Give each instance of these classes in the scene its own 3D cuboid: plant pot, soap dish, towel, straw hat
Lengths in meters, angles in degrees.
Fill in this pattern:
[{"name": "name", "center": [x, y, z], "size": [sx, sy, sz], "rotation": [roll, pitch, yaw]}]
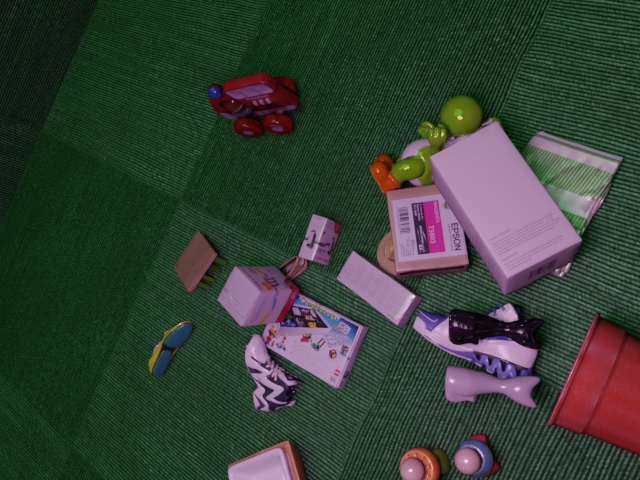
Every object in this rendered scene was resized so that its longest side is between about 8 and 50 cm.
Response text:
[{"name": "plant pot", "center": [0.657, 0.326, 1.250], "size": [0.265, 0.272, 0.272], "rotation": [23, 91, 25]}, {"name": "soap dish", "center": [-0.125, 0.740, 1.688], "size": [0.229, 0.118, 0.290], "rotation": [-29, 65, 22]}, {"name": "towel", "center": [0.577, -0.100, 1.521], "size": [0.248, 0.038, 0.324], "rotation": [29, 95, 33]}, {"name": "straw hat", "center": [0.210, 0.023, 1.693], "size": [0.144, 0.061, 0.144], "rotation": [-7, 75, 29]}]

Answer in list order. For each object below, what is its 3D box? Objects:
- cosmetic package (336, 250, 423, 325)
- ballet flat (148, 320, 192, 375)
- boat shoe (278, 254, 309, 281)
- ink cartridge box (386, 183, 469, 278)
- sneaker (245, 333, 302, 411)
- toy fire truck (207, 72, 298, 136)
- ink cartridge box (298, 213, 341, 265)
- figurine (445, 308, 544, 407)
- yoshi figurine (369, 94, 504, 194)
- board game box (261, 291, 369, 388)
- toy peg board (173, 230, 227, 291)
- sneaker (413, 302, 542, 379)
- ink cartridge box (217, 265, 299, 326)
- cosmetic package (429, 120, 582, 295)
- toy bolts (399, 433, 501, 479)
[{"name": "cosmetic package", "center": [0.165, 0.134, 1.693], "size": [0.239, 0.060, 0.099], "rotation": [37, 100, 32]}, {"name": "ballet flat", "center": [-0.522, 0.354, 2.049], "size": [0.231, 0.077, 0.077], "rotation": [-57, 41, 10]}, {"name": "boat shoe", "center": [-0.124, 0.110, 1.865], "size": [0.190, 0.072, 0.068], "rotation": [-47, 60, 13]}, {"name": "ink cartridge box", "center": [0.286, -0.026, 1.612], "size": [0.193, 0.088, 0.234], "rotation": [-8, 73, 9]}, {"name": "sneaker", "center": [-0.130, 0.389, 1.777], "size": [0.153, 0.094, 0.235], "rotation": [-8, 87, 21]}, {"name": "toy fire truck", "center": [-0.230, -0.463, 1.958], "size": [0.302, 0.254, 0.169], "rotation": [-1, 78, 31]}, {"name": "ink cartridge box", "center": [0.000, 0.000, 1.802], "size": [0.056, 0.099, 0.135], "rotation": [18, 89, 32]}, {"name": "figurine", "center": [0.400, 0.273, 1.382], "size": [0.209, 0.092, 0.214], "rotation": [3, 82, 19]}, {"name": "yoshi figurine", "center": [0.307, -0.275, 1.634], "size": [0.362, 0.203, 0.203], "rotation": [-24, 61, 21]}, {"name": "board game box", "center": [-0.024, 0.280, 1.775], "size": [0.305, 0.053, 0.193], "rotation": [24, 92, 33]}, {"name": "toy peg board", "center": [-0.405, 0.080, 2.051], "size": [0.161, 0.079, 0.160], "rotation": [-54, 43, 8]}, {"name": "sneaker", "center": [0.411, 0.223, 1.500], "size": [0.315, 0.127, 0.182], "rotation": [25, 88, 26]}, {"name": "ink cartridge box", "center": [-0.180, 0.159, 1.749], "size": [0.128, 0.176, 0.127], "rotation": [41, 113, 31]}, {"name": "cosmetic package", "center": [0.438, -0.080, 1.456], "size": [0.197, 0.155, 0.365], "rotation": [-26, 64, 3]}, {"name": "toy bolts", "center": [0.319, 0.575, 1.437], "size": [0.228, 0.158, 0.218], "rotation": [-36, 63, 19]}]
